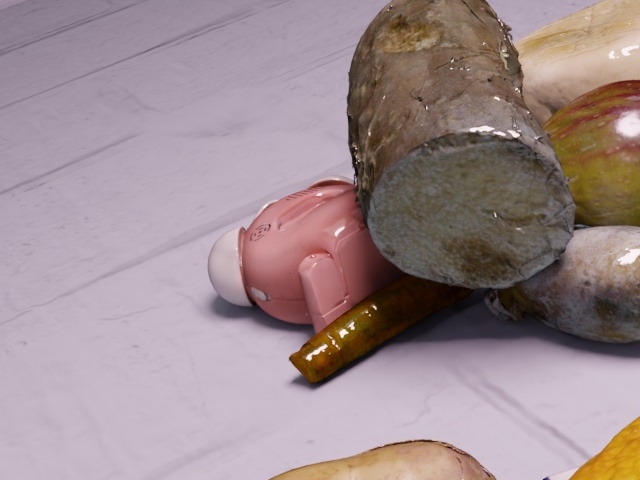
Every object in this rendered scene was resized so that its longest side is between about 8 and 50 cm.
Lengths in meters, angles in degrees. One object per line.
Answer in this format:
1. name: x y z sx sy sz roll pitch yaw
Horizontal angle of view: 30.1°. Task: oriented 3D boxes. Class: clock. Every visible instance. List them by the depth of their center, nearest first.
1. clock: 0.000 0.000 0.981 0.166 0.093 0.162 -32 28 -29

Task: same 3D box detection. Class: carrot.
1. carrot: 0.051 0.057 0.899 0.170 0.042 0.042 -31 30 -22

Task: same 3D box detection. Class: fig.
1. fig: 0.185 -0.043 0.935 0.245 0.149 0.149 -13 24 31

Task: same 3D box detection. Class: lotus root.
1. lotus root: 0.190 0.028 0.836 0.165 0.088 0.088 -4 26 48

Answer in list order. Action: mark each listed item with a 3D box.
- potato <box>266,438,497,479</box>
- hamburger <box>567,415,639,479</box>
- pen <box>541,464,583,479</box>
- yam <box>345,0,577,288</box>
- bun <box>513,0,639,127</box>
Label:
1. potato: 0.020 0.164 0.656 0.170 0.080 0.107 -13 18 0
2. hamburger: 0.160 0.169 0.507 0.156 0.144 0.283 -14 23 27
3. pen: 0.257 0.111 0.684 0.269 0.033 0.033 -18 26 -3
4. yam: 0.091 -0.077 0.869 0.154 0.154 0.254 -14 38 3
5. bun: 0.259 -0.141 1.081 0.193 0.128 0.178 -13 24 31
